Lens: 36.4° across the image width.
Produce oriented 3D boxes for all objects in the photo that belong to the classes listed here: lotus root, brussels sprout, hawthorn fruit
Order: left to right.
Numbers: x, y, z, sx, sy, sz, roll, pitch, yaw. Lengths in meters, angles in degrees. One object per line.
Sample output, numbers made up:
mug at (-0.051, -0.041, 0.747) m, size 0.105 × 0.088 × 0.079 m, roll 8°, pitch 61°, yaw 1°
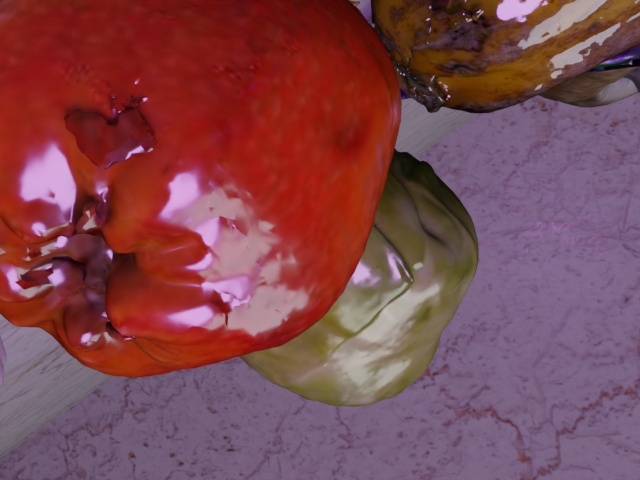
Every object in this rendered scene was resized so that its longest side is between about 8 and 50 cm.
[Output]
hawthorn fruit at (-0.056, -0.060, 0.486) m, size 0.211 × 0.211 × 0.299 m, roll -38°, pitch -174°, yaw 45°
brussels sprout at (0.000, 0.000, 0.868) m, size 0.247 × 0.328 × 0.328 m, roll -37°, pitch 176°, yaw 17°
lotus root at (0.208, -0.233, 0.690) m, size 0.398 × 0.179 × 0.196 m, roll -34°, pitch 165°, yaw 11°

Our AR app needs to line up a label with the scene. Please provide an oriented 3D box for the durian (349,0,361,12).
durian at (-0.062, -0.118, 0.623) m, size 0.252 × 0.144 × 0.139 m, roll -29°, pitch 139°, yaw 0°

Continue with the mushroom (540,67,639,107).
mushroom at (0.337, -0.256, 0.995) m, size 0.352 × 0.260 × 0.352 m, roll -29°, pitch 172°, yaw -5°

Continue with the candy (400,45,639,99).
candy at (0.183, -0.186, 0.855) m, size 0.313 × 0.088 × 0.061 m, roll -4°, pitch 152°, yaw 34°

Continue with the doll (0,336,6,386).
doll at (-0.365, 0.126, 0.804) m, size 0.293 × 0.119 × 0.138 m, roll -31°, pitch 163°, yaw 31°
